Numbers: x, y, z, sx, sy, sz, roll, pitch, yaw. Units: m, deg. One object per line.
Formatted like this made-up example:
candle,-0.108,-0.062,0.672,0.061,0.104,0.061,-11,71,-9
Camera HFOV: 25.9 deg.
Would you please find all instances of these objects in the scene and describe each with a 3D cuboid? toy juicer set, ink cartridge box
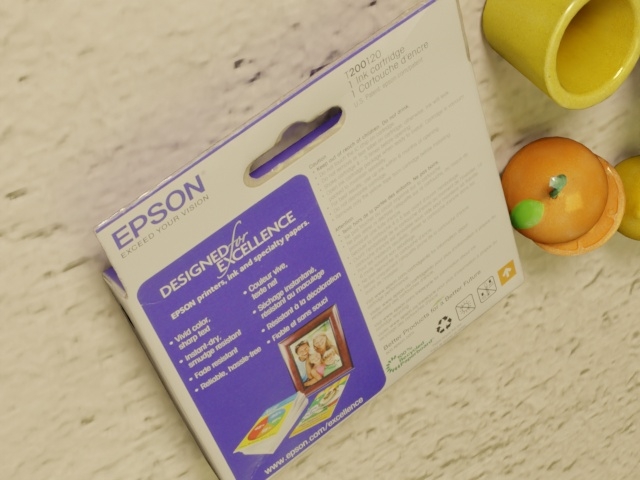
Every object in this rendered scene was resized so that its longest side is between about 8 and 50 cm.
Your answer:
toy juicer set,0.237,-0.092,0.792,0.329,0.089,0.209,-24,130,-27
ink cartridge box,0.000,0.000,0.687,0.206,0.045,0.208,-36,135,-16
